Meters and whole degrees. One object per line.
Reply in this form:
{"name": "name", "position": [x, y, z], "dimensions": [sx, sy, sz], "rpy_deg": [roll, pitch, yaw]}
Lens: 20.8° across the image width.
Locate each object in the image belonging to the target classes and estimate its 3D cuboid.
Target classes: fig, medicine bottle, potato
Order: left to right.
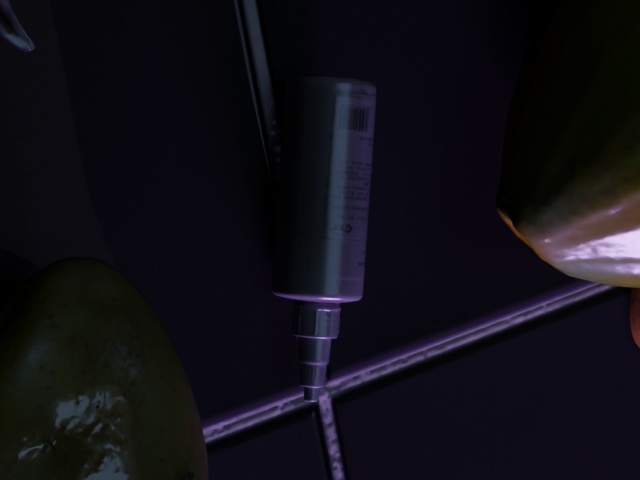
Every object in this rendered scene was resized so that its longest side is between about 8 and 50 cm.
{"name": "potato", "position": [-0.135, 0.108, 0.937], "dimensions": [0.157, 0.157, 0.194], "rpy_deg": [13, 72, -35]}
{"name": "medicine bottle", "position": [0.000, 0.000, 1.068], "dimensions": [0.058, 0.058, 0.199], "rpy_deg": [2, 92, -36]}
{"name": "fig", "position": [0.226, -0.083, 1.126], "dimensions": [0.271, 0.239, 0.239], "rpy_deg": [-33, 112, -13]}

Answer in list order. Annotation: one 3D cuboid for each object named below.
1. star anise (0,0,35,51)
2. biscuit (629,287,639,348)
{"name": "star anise", "position": [-0.214, -0.175, 0.884], "dimensions": [0.231, 0.089, 0.209], "rpy_deg": [6, 101, -30]}
{"name": "biscuit", "position": [0.257, 0.042, 1.279], "dimensions": [0.078, 0.015, 0.091], "rpy_deg": [11, 87, -37]}
